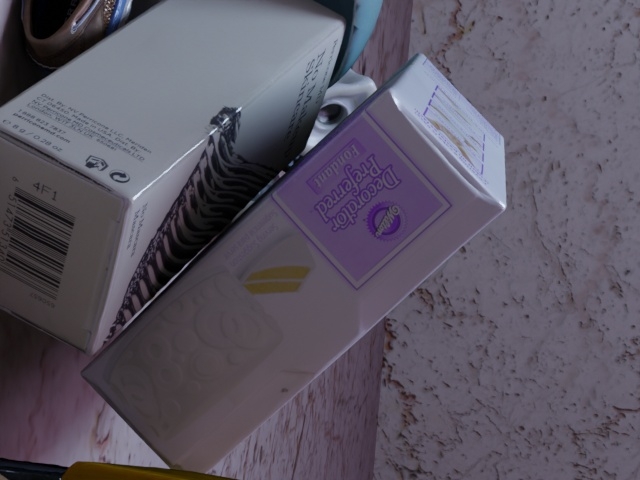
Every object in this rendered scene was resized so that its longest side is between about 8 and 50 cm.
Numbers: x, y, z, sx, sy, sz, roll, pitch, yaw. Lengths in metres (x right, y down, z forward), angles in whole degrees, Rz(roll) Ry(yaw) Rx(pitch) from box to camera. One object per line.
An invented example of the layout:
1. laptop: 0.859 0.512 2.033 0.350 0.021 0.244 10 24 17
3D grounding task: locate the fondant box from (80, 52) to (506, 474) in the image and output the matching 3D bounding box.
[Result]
1. fondant box: 0.000 0.000 0.991 0.238 0.096 0.330 -42 -176 12

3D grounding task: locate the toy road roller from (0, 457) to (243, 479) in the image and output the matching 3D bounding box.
1. toy road roller: -0.057 0.221 0.795 0.240 0.329 0.202 14 81 -46

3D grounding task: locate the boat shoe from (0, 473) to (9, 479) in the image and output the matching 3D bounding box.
1. boat shoe: -0.195 0.111 0.593 0.285 0.104 0.089 55 46 -63

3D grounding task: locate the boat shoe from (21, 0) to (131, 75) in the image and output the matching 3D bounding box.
1. boat shoe: -0.128 -0.183 0.885 0.066 0.066 0.183 50 48 -77

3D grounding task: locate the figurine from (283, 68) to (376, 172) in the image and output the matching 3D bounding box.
1. figurine: -0.015 -0.109 1.410 0.209 0.092 0.215 -125 -165 -50

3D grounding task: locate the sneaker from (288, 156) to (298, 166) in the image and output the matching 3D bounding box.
1. sneaker: -0.079 -0.102 1.153 0.283 0.110 0.122 -65 156 -66

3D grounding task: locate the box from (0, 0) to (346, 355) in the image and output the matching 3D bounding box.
1. box: -0.090 -0.058 0.892 0.275 0.094 0.113 -48 162 -52

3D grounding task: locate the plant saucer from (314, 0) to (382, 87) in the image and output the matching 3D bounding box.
1. plant saucer: -0.022 -0.258 1.050 0.317 0.044 0.317 165 -90 -73

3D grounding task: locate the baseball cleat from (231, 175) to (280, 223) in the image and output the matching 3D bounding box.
1. baseball cleat: -0.052 -0.005 1.546 0.206 0.072 0.109 95 -6 -62
